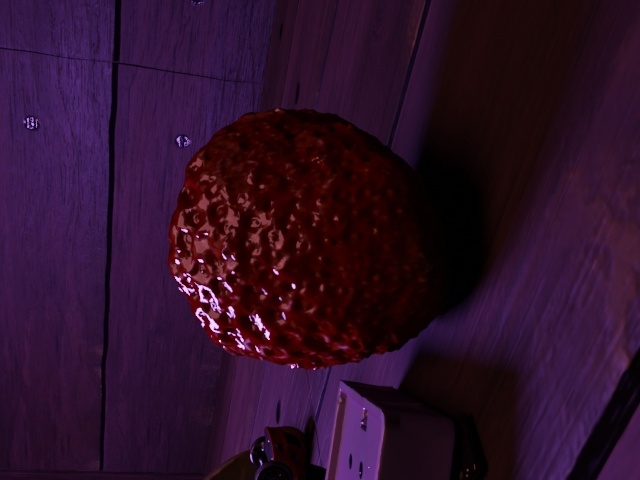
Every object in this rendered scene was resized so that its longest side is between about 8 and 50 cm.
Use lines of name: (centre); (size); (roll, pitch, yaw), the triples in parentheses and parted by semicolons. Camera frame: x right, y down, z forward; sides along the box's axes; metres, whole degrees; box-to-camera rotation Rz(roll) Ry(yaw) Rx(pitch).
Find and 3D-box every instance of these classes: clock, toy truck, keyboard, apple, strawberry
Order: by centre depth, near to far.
keyboard: (0.099, 0.207, 0.562); (0.053, 0.010, 0.155); (-97, 17, -48)
clock: (0.053, 0.210, 0.607); (0.197, 0.063, 0.150); (153, 125, -80)
strawberry: (0.000, 0.000, 0.629); (0.277, 0.257, 0.257); (-1, 83, 48)
toy truck: (-0.039, 0.376, 0.893); (0.107, 0.114, 0.253); (-160, 74, -79)
apple: (-0.059, 0.341, 1.103); (0.084, 0.071, 0.084); (-174, 90, -76)

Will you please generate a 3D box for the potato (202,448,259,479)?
potato: (-0.176, 0.545, 1.235); (0.280, 0.212, 0.330); (116, 158, -58)
